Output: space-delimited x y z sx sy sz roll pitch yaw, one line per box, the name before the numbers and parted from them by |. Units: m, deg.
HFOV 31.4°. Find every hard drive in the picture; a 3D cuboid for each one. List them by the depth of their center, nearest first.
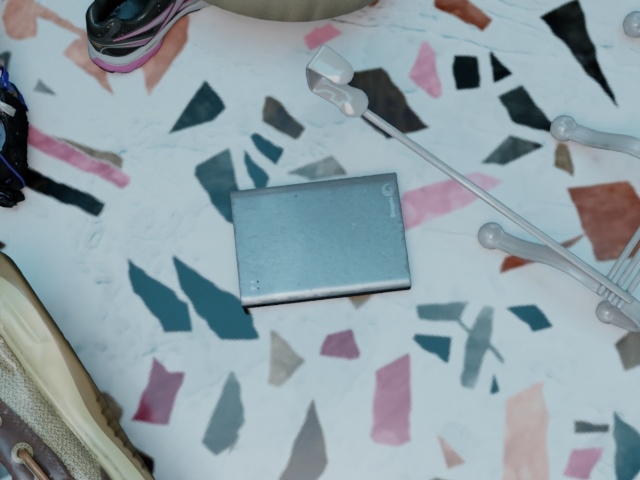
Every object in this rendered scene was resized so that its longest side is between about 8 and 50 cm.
hard drive | 0.000 0.000 0.903 0.135 0.022 0.094 -7 76 0

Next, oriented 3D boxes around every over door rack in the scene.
over door rack | 0.174 -0.118 0.869 0.324 0.108 0.239 37 80 -11

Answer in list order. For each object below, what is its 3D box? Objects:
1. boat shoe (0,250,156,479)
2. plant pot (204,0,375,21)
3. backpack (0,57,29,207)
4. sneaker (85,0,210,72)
boat shoe | -0.184 0.177 0.790 0.123 0.123 0.342 -32 92 -14
plant pot | -0.016 -0.345 0.826 0.257 0.274 0.256 4 63 -8
backpack | -0.312 -0.097 0.858 0.158 0.173 0.116 0 76 2
sneaker | -0.125 -0.217 0.931 0.072 0.077 0.178 33 79 8
